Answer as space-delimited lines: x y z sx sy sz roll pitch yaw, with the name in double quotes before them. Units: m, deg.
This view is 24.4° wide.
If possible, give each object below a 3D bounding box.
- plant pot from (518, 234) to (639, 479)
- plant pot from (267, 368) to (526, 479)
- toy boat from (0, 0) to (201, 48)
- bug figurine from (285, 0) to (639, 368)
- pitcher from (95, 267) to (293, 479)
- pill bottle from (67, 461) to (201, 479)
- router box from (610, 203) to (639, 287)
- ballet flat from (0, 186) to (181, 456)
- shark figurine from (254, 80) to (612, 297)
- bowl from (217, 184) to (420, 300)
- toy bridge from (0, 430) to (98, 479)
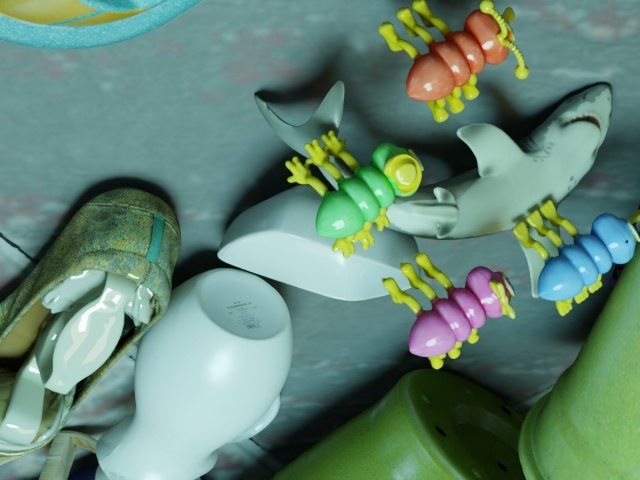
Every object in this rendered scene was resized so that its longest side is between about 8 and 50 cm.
"plant pot" 0.322 0.095 1.175 0.276 0.276 0.253 4 120 -13
"plant pot" 0.066 0.318 1.348 0.367 0.366 0.353 27 112 -29
"toy boat" -0.175 -0.240 0.905 0.268 0.148 0.318 -31 130 19
"bug figurine" 0.112 -0.028 1.080 0.216 0.072 0.279 -40 111 -9
"pitcher" -0.085 0.119 1.280 0.178 0.125 0.207 -13 144 -42
"pill bottle" -0.205 0.266 1.387 0.187 0.112 0.112 -23 131 12
"router box" 0.356 0.005 1.280 0.179 0.046 0.133 3 132 -11
"ballet flat" -0.228 0.100 1.231 0.123 0.123 0.348 24 125 -27
"shark figurine" 0.088 -0.043 1.166 0.278 0.116 0.166 -1 99 -18
"bowl" 0.000 0.000 1.187 0.142 0.053 0.142 18 163 -22
"toy bridge" -0.239 0.204 1.352 0.188 0.063 0.026 -2 134 15
